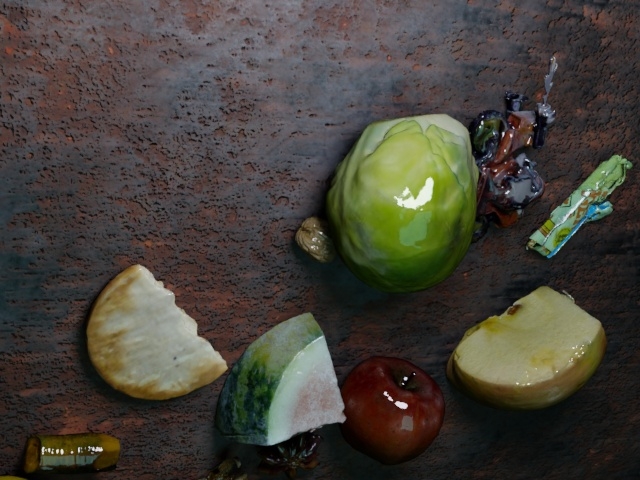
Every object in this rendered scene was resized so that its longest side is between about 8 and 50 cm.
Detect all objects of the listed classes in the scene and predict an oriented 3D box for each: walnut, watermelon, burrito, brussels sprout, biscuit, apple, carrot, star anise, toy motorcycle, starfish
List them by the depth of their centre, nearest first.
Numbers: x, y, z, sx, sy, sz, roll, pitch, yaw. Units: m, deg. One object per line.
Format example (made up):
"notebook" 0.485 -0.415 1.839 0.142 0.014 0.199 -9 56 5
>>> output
"brussels sprout" 0.152 -0.068 1.564 0.344 0.268 0.343 5 90 -66
"biscuit" -0.330 0.195 1.608 0.205 0.040 0.309 -36 124 -3
"carrot" -0.474 0.408 1.630 0.173 0.082 0.082 5 113 -26
"walnut" 0.000 0.000 1.631 0.096 0.083 0.079 36 71 -27
"toy motorcycle" 0.376 -0.178 1.676 0.207 0.134 0.400 -7 119 -21
"watermelon" -0.071 0.305 1.738 0.232 0.193 0.310 38 83 -15
"apple" 0.150 0.360 1.803 0.234 0.234 0.233 -10 119 -19
"starfish" -0.222 0.533 1.809 0.146 0.074 0.189 5 113 -27
"star anise" -0.064 0.468 1.857 0.168 0.057 0.167 -10 117 -20
"burrito" 0.576 -0.064 1.868 0.288 0.054 0.104 -48 124 5
"apple" 0.458 0.266 1.915 0.309 0.314 0.252 -36 81 -10

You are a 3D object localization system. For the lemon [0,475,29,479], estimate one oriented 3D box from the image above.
"lemon" -0.603 0.530 1.572 0.244 0.187 0.186 -6 118 -15
